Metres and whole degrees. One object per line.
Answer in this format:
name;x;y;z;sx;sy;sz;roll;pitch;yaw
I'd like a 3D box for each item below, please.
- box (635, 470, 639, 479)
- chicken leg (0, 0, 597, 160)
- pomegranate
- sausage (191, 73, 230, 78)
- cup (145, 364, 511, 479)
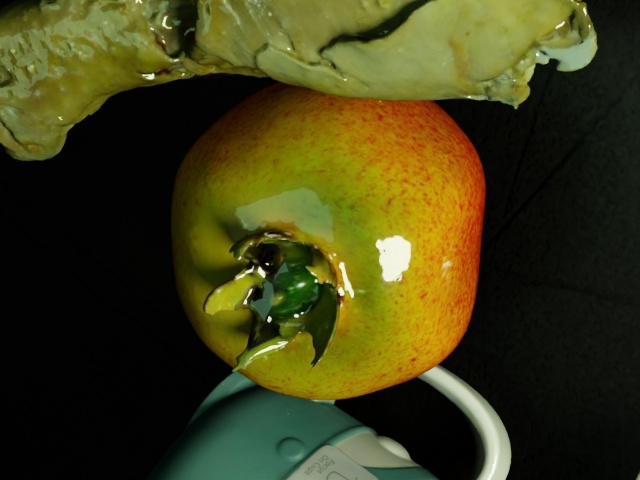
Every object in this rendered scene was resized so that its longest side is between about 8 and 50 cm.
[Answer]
box;0.259;0.272;0.890;0.164;0.069;0.257;29;120;26
chicken leg;-0.049;-0.139;0.790;0.429;0.153;0.201;-15;104;22
pomegranate;0.000;0.000;0.873;0.220;0.257;0.221;4;107;15
sausage;-0.054;-0.227;0.906;0.152;0.152;0.280;45;125;16
cup;0.013;0.216;0.981;0.257;0.219;0.290;35;93;23
